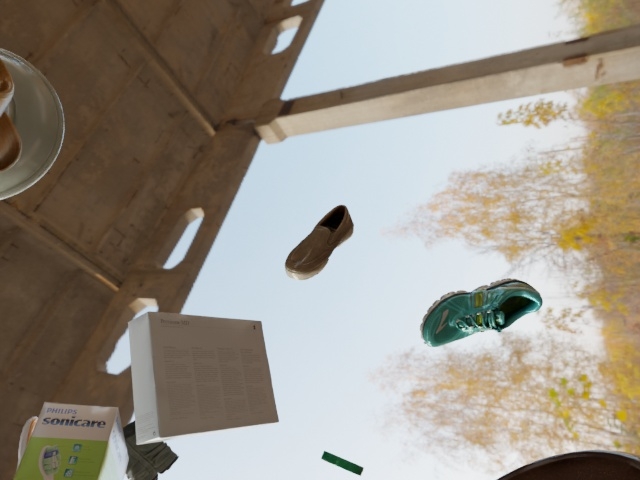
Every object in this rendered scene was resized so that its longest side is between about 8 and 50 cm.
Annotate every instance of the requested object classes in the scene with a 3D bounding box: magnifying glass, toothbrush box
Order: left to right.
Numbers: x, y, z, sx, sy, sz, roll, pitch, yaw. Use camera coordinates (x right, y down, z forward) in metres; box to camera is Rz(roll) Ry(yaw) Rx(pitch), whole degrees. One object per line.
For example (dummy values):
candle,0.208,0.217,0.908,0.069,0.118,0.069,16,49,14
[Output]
toothbrush box,-0.395,0.428,0.789,0.283,0.122,0.206,-89,9,-45
magnifying glass,0.036,0.493,1.148,0.231,0.092,0.026,116,178,-70

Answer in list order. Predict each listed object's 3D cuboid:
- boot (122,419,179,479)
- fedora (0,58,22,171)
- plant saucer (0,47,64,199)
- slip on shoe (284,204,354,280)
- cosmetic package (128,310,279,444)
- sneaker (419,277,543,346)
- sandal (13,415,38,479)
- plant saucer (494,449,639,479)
boot,-0.491,0.558,1.277,0.247,0.083,0.161,-28,-96,-20
fedora,-0.334,-0.145,0.437,0.194,0.079,0.194,46,-165,-17
plant saucer,-0.814,-0.287,1.180,0.401,0.100,0.399,3,-100,-17
slip on shoe,0.000,0.000,0.665,0.135,0.052,0.041,-39,-41,-39
cosmetic package,-0.284,0.337,1.295,0.377,0.098,0.284,17,-125,-50
sneaker,0.346,0.157,1.118,0.110,0.276,0.106,-127,15,-74
sandal,-0.693,0.570,1.260,0.102,0.076,0.264,114,156,-79
plant saucer,0.200,0.277,0.449,0.050,0.311,0.311,58,-146,3
